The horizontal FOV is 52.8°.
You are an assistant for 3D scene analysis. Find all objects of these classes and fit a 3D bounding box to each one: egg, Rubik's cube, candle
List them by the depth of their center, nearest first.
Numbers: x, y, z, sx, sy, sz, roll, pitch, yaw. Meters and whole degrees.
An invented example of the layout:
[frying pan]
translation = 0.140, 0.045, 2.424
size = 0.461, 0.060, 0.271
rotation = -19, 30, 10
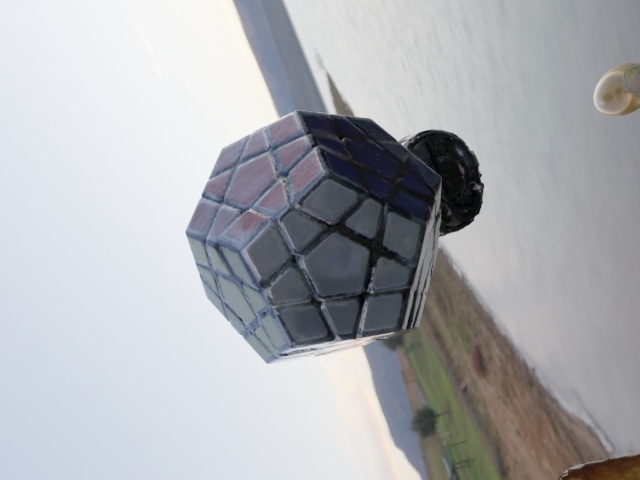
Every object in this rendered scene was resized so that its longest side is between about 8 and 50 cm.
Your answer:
[Rubik's cube]
translation = 0.000, 0.000, 0.783
size = 0.319, 0.264, 0.319
rotation = 22, -146, -16
[egg]
translation = 0.492, -0.245, 1.060
size = 0.080, 0.080, 0.096
rotation = 68, 161, 2
[candle]
translation = 0.146, -0.082, 1.198
size = 0.330, 0.188, 0.187
rotation = -16, 96, 64

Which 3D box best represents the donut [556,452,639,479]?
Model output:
[donut]
translation = 0.247, 0.313, 0.358
size = 0.435, 0.378, 0.163
rotation = -44, -27, -47
